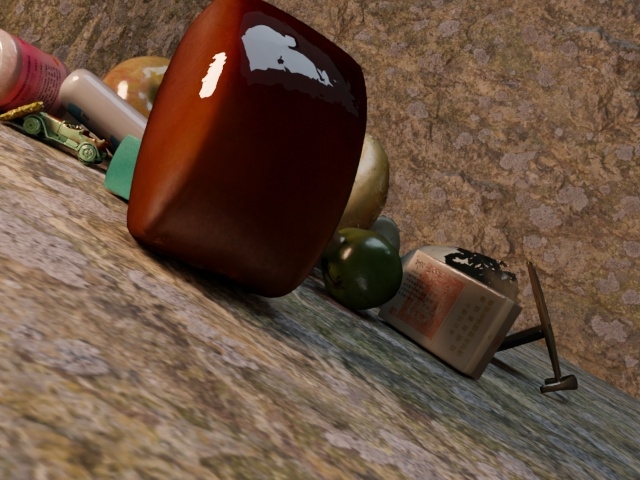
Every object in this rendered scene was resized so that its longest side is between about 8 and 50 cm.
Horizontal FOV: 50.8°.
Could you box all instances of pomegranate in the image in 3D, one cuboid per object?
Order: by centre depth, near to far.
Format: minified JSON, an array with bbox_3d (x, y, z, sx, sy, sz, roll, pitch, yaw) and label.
[{"bbox_3d":[0.043,0.030,1.108,0.191,0.131,0.152,39,-8,-28],"label":"pomegranate"}]

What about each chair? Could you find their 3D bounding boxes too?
[{"bbox_3d":[0.416,0.203,1.430,0.188,0.166,0.272,21,50,-68],"label":"chair"}]

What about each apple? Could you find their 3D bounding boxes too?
[{"bbox_3d":[-0.367,-0.262,1.453,0.257,0.256,0.234,25,-26,-33],"label":"apple"}]

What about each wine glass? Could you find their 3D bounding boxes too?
[{"bbox_3d":[0.208,0.082,1.310,0.191,0.190,0.357,24,0,-43],"label":"wine glass"}]

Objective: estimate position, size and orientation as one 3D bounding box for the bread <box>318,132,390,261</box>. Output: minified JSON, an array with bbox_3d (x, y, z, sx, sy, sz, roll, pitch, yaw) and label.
[{"bbox_3d":[0.015,-0.078,1.334,0.159,0.305,0.305,47,-6,-28],"label":"bread"}]

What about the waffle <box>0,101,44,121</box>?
[{"bbox_3d":[-0.512,-0.220,1.155,0.085,0.078,0.016,20,-50,68],"label":"waffle"}]

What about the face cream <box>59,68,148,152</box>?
[{"bbox_3d":[-0.326,-0.172,1.249,0.337,0.080,0.163,41,-14,-10],"label":"face cream"}]

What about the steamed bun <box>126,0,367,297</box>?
[{"bbox_3d":[-0.078,-0.136,0.814,0.235,0.248,0.379,25,43,-24],"label":"steamed bun"}]

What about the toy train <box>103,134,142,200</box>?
[{"bbox_3d":[-0.171,-0.063,1.061,0.194,0.120,0.298,24,1,37],"label":"toy train"}]

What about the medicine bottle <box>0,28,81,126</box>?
[{"bbox_3d":[-0.548,-0.292,1.273,0.147,0.147,0.247,29,4,20],"label":"medicine bottle"}]

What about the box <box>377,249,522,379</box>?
[{"bbox_3d":[0.207,0.117,1.104,0.058,0.141,0.201,31,2,-44],"label":"box"}]

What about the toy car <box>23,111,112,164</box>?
[{"bbox_3d":[-0.441,-0.181,1.178,0.143,0.054,0.073,28,4,-4],"label":"toy car"}]

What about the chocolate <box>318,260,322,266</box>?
[{"bbox_3d":[0.000,0.000,1.499,0.248,0.110,0.110,26,3,23],"label":"chocolate"}]
